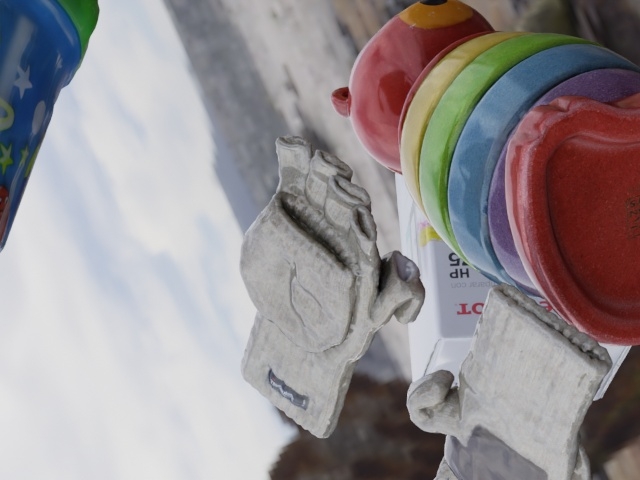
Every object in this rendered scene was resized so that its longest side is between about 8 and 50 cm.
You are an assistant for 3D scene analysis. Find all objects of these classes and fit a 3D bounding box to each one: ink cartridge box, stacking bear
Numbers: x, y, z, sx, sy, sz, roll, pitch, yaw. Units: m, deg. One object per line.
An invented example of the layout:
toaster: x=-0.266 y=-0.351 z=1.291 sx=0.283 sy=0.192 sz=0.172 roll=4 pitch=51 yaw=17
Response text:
ink cartridge box: x=0.190 y=0.009 z=1.810 sx=0.197 sy=0.198 sz=0.270 roll=99 pitch=168 yaw=-65
stacking bear: x=0.116 y=-0.063 z=1.091 sx=0.289 sy=0.175 sz=0.164 roll=37 pitch=140 yaw=54

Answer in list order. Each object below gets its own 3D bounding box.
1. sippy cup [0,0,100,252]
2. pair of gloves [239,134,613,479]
sippy cup: x=-0.250 y=-0.050 z=0.940 sx=0.305 sy=0.240 sz=0.224 roll=74 pitch=-159 yaw=-66
pair of gloves: x=0.055 y=0.066 z=1.000 sx=0.240 sy=0.042 sz=0.204 roll=32 pitch=142 yaw=26
